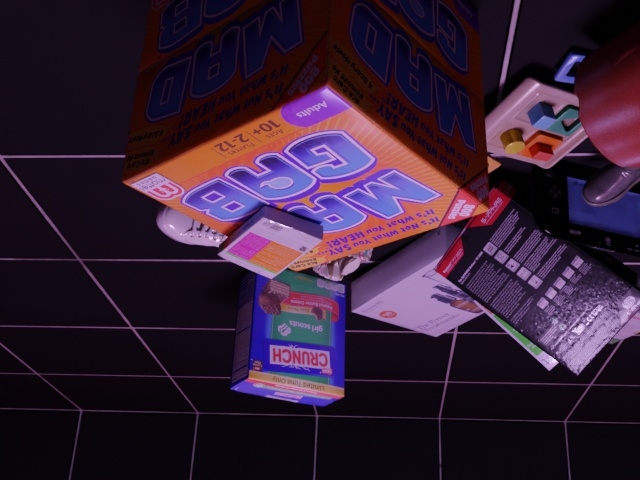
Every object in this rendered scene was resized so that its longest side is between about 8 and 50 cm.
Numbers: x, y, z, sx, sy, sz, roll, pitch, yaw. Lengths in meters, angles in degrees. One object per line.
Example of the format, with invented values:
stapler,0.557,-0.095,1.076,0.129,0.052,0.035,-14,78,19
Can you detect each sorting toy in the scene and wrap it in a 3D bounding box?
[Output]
sorting toy,0.387,-0.192,1.499,0.196,0.047,0.348,14,142,-28

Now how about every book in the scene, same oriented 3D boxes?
book,-0.074,0.003,1.219,0.096,0.035,0.144,21,148,-26

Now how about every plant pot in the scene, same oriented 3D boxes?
plant pot,0.540,-0.238,1.246,0.272,0.272,0.265,17,158,-27

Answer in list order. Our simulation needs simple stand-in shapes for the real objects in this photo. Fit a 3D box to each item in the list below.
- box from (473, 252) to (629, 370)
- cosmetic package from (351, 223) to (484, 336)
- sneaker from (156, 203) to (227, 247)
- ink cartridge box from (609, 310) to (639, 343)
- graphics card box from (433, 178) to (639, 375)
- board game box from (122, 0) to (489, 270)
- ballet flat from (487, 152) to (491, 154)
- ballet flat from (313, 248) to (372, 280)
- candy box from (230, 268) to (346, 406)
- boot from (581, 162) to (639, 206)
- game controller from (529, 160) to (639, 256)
box,0.512,0.107,1.850,0.231,0.127,0.262,44,118,4
cosmetic package,0.296,0.108,2.102,0.284,0.097,0.377,20,145,-26
sneaker,-0.215,-0.034,1.859,0.290,0.106,0.123,14,172,-43
ink cartridge box,0.785,0.193,2.249,0.154,0.093,0.212,13,153,-22
graphics card box,0.451,0.074,1.739,0.371,0.094,0.233,37,117,9
board game box,-0.010,-0.215,1.211,0.356,0.356,0.356,-19,146,36
ballet flat,0.345,-0.188,1.588,0.041,0.041,0.114,23,148,-35
ballet flat,0.046,0.053,2.058,0.091,0.077,0.241,14,152,-23
candy box,-0.078,0.243,2.181,0.268,0.317,0.122,15,151,-24
boot,0.546,-0.156,1.539,0.189,0.076,0.208,-38,154,11
game controller,0.556,-0.059,1.678,0.319,0.166,0.067,11,148,-16
